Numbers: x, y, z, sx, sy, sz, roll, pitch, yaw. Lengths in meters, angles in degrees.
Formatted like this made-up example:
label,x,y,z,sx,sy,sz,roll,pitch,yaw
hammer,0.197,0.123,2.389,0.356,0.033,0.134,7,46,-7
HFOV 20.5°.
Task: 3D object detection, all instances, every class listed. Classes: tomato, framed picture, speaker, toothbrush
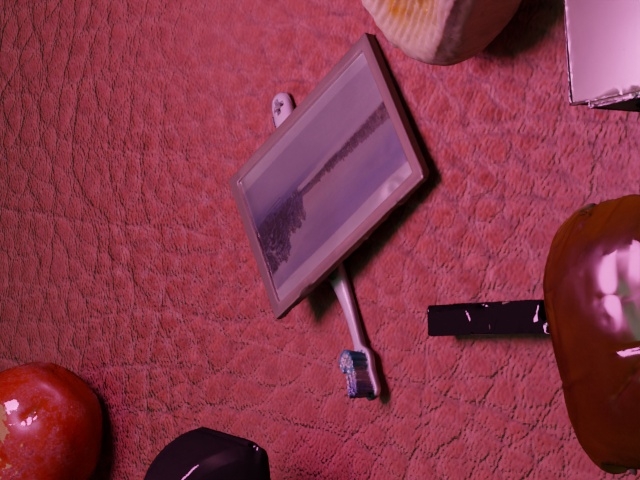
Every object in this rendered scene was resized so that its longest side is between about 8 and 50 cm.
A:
label,x,y,z,sx,sy,sz,roll,pitch,yaw
tomato,-0.406,0.287,2.517,0.188,0.232,0.232,35,120,22
framed picture,0.004,-0.073,2.076,0.289,0.016,0.213,-44,51,35
speaker,-0.151,0.422,2.015,0.180,0.184,0.388,-179,83,-66
toothbrush,0.004,0.000,2.106,0.042,0.040,0.418,-41,53,41

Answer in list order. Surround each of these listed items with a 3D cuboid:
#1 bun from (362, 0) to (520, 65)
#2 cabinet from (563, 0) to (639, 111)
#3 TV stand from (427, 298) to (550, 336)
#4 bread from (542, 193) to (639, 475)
label,x,y,z,sx,sy,sz,roll,pitch,yaw
bun,0.135,-0.296,1.825,0.244,0.153,0.243,45,145,44
cabinet,0.337,-0.191,1.552,0.206,0.145,0.150,-10,82,54
TV stand,0.198,0.079,1.828,0.249,0.042,0.036,-6,87,54
bread,0.330,0.072,1.492,0.279,0.225,0.250,-16,78,48
